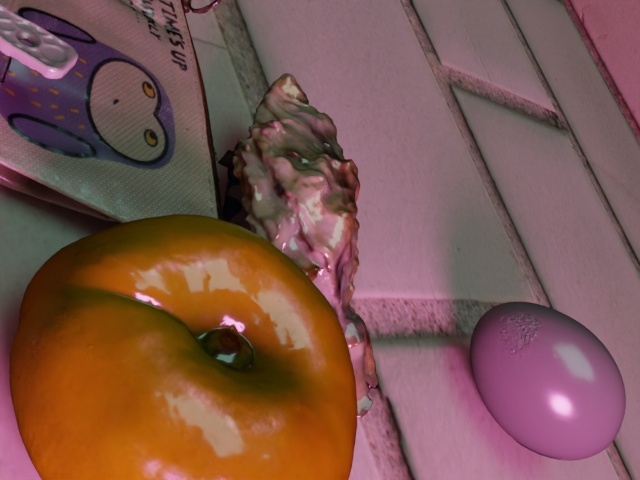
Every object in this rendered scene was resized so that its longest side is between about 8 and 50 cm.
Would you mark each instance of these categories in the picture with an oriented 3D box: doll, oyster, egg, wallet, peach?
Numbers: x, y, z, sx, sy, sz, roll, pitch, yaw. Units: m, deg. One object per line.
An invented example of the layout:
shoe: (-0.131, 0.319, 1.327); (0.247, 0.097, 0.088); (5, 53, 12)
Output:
doll: (-0.075, -0.034, 0.848); (0.037, 0.027, 0.125); (43, 33, -34)
oyster: (0.001, -0.002, 0.824); (0.201, 0.107, 0.355); (14, 57, -60)
egg: (0.251, 0.154, 1.004); (0.199, 0.146, 0.146); (49, 31, 2)
wallet: (-0.190, -0.155, 0.752); (0.274, 0.068, 0.336); (12, 55, -38)
peach: (-0.087, 0.095, 0.610); (0.251, 0.153, 0.251); (22, 39, -19)

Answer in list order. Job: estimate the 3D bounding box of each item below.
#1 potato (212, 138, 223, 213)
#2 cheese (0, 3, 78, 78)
potato: (-0.111, -0.057, 0.822); (0.037, 0.036, 0.093); (86, -5, -62)
cheese: (-0.285, -0.186, 0.620); (0.255, 0.050, 0.127); (30, 35, -10)
